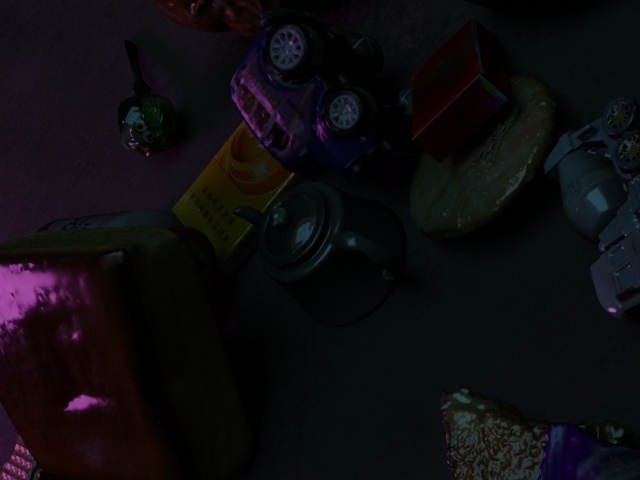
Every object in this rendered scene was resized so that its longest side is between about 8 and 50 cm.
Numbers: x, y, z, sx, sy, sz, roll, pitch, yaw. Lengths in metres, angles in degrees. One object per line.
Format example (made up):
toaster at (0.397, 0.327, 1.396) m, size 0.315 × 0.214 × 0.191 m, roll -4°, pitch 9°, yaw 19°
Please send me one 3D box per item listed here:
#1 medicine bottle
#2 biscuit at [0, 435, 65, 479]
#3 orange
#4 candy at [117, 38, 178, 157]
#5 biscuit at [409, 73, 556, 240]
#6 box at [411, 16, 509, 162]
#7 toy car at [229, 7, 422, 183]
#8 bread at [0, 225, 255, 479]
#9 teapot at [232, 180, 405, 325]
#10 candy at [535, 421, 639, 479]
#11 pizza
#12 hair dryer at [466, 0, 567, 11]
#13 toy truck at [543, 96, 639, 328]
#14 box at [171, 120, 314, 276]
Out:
medicine bottle at (-0.266, 0.039, 1.583) m, size 0.288 × 0.157 × 0.157 m, roll -5°, pitch 63°, yaw 44°
biscuit at (-0.396, 0.327, 1.618) m, size 0.094 × 0.054 × 0.379 m, roll 11°, pitch 74°, yaw 46°
orange at (-0.062, -0.402, 1.615) m, size 0.368 × 0.210 × 0.271 m, roll -35°, pitch 9°, yaw 19°
candy at (-0.279, -0.238, 1.840) m, size 0.097 × 0.097 × 0.323 m, roll -42°, pitch 37°, yaw 16°
biscuit at (0.177, -0.095, 1.331) m, size 0.220 × 0.033 × 0.220 m, roll -39°, pitch 32°, yaw 31°
box at (0.157, -0.174, 1.361) m, size 0.112 × 0.048 × 0.175 m, roll -44°, pitch 20°, yaw 26°
toy car at (0.006, -0.158, 1.431) m, size 0.158 × 0.172 × 0.235 m, roll -47°, pitch 71°, yaw 26°
bread at (-0.260, 0.142, 1.422) m, size 0.333 × 0.324 × 0.143 m, roll -3°, pitch 21°, yaw 42°
teapot at (0.000, 0.000, 1.381) m, size 0.239 × 0.149 × 0.162 m, roll 18°, pitch 78°, yaw 47°
candy at (0.295, 0.244, 0.995) m, size 0.275 × 0.070 × 0.145 m, roll 10°, pitch 71°, yaw 24°
pizza at (0.202, 0.228, 1.121) m, size 0.226 × 0.069 × 0.147 m, roll 10°, pitch 75°, yaw 36°
hair dryer at (0.315, -0.419, 1.399) m, size 0.312 × 0.123 × 0.341 m, roll -5°, pitch 52°, yaw 29°
toy truck at (0.304, -0.025, 1.156) m, size 0.140 × 0.108 × 0.257 m, roll -40°, pitch 42°, yaw 36°
box at (-0.077, -0.098, 1.583) m, size 0.269 × 0.043 × 0.152 m, roll -49°, pitch 47°, yaw 9°
